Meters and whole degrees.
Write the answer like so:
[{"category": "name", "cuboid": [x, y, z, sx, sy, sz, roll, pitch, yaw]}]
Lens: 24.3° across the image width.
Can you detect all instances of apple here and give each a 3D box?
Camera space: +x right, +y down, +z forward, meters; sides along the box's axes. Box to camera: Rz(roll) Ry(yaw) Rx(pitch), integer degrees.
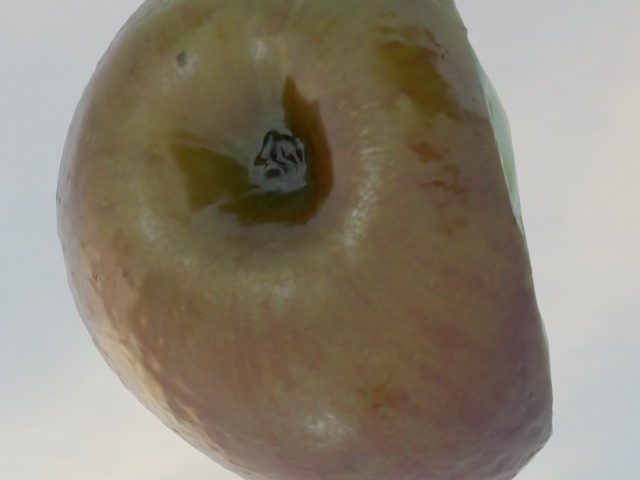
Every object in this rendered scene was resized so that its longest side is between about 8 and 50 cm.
[{"category": "apple", "cuboid": [0.000, 0.000, 0.507, 0.160, 0.195, 0.173, -18, -20, 18]}]
